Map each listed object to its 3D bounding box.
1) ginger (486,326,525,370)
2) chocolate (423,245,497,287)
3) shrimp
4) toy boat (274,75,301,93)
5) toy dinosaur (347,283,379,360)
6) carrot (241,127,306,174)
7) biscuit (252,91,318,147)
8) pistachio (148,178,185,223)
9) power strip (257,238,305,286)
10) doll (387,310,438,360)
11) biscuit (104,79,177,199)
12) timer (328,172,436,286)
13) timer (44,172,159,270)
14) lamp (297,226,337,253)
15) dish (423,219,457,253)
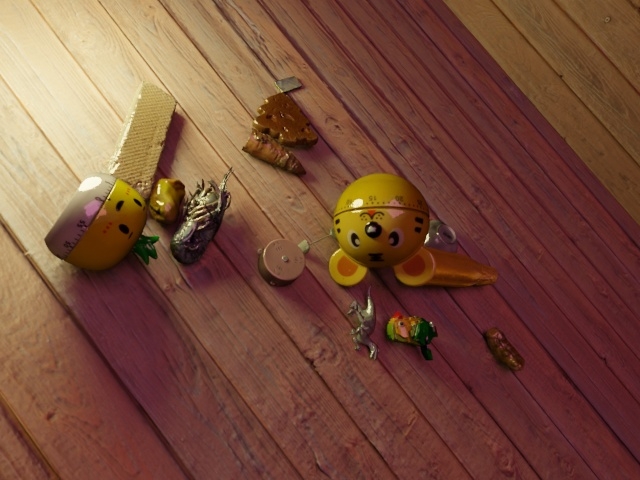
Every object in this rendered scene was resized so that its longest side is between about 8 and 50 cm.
[{"bbox_3d":[0.726,0.441,1.675,0.205,0.081,0.115,43,44,-1],"label":"ginger"},{"bbox_3d":[0.517,0.127,1.700,0.446,0.162,0.162,11,62,-26],"label":"chocolate"},{"bbox_3d":[-0.356,-0.098,1.358,0.137,0.172,0.372,29,70,-40],"label":"shrimp"},{"bbox_3d":[-0.139,-0.668,1.839,0.115,0.016,0.063,-31,82,-34],"label":"toy boat"},{"bbox_3d":[0.168,0.274,1.506,0.167,0.053,0.242,34,56,-9],"label":"toy dinosaur"},{"bbox_3d":[-0.166,-0.318,1.620,0.263,0.102,0.101,29,57,-16],"label":"carrot"},{"bbox_3d":[-0.140,-0.483,1.717,0.278,0.043,0.301,13,50,-24],"label":"biscuit"},{"bbox_3d":[-0.487,-0.125,1.343,0.100,0.110,0.189,30,36,-34],"label":"pistachio"},{"bbox_3d":[-0.131,0.077,1.441,0.154,0.078,0.154,11,61,-22],"label":"power strip"},{"bbox_3d":[0.324,0.332,1.521,0.186,0.106,0.134,24,69,-14],"label":"doll"},{"bbox_3d":[-0.580,-0.328,1.401,0.144,0.078,0.426,29,54,-36],"label":"biscuit"},{"bbox_3d":[0.214,-0.029,1.509,0.376,0.376,0.386,8,77,-22],"label":"timer"},{"bbox_3d":[-0.569,-0.026,1.185,0.285,0.285,0.285,11,62,-21],"label":"timer"},{"bbox_3d":[0.000,0.000,1.577,0.198,0.056,0.050,-21,75,-43],"label":"lamp"},{"bbox_3d":[0.516,-0.014,1.806,0.191,0.066,0.190,10,62,-21],"label":"dish"}]
